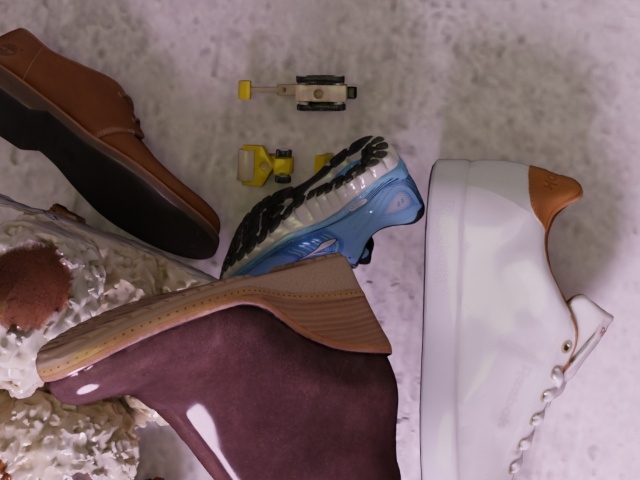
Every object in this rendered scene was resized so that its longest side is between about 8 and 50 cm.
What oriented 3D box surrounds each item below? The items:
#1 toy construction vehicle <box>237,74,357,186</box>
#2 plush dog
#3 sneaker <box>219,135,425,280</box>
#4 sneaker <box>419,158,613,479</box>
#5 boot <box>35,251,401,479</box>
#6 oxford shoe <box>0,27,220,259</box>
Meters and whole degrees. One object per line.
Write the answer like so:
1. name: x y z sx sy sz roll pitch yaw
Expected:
1. toy construction vehicle: -0.007 -0.071 1.172 0.098 0.035 0.086 0 101 11
2. plush dog: -0.175 0.103 1.123 0.210 0.262 0.225 27 96 52
3. sneaker: 0.000 0.000 1.142 0.162 0.063 0.073 -30 115 31
4. sneaker: 0.126 0.093 1.111 0.123 0.106 0.290 2 92 6
5. boot: -0.039 0.124 1.007 0.090 0.248 0.207 -14 89 47
6. oxford shoe: -0.144 -0.070 1.176 0.212 0.076 0.076 40 56 -3
